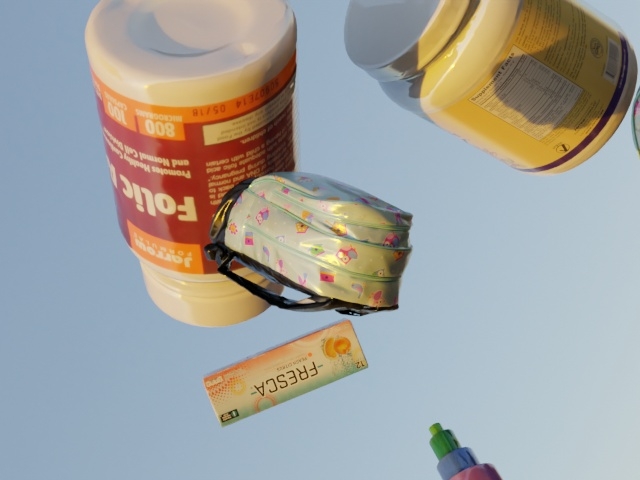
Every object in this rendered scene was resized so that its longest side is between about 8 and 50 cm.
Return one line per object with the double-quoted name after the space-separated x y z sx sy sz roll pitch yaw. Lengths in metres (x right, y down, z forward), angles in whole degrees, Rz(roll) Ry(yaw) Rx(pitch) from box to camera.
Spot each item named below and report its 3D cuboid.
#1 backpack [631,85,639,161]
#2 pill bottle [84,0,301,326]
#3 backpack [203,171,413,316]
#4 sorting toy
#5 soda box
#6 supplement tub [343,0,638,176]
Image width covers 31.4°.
0.450 -0.134 1.298 0.144 0.188 0.166 -47 -58 -55 "backpack"
-0.133 -0.094 1.311 0.224 0.224 0.392 -38 -34 -30 "pill bottle"
0.000 0.000 1.040 0.152 0.182 0.115 -1 -73 -38 "backpack"
0.093 0.326 1.252 0.127 0.126 0.366 -6 -42 -28 "sorting toy"
-0.040 0.150 1.304 0.183 0.063 0.058 -21 0 -5 "soda box"
0.219 -0.245 1.471 0.331 0.241 0.241 24 -80 -33 "supplement tub"
